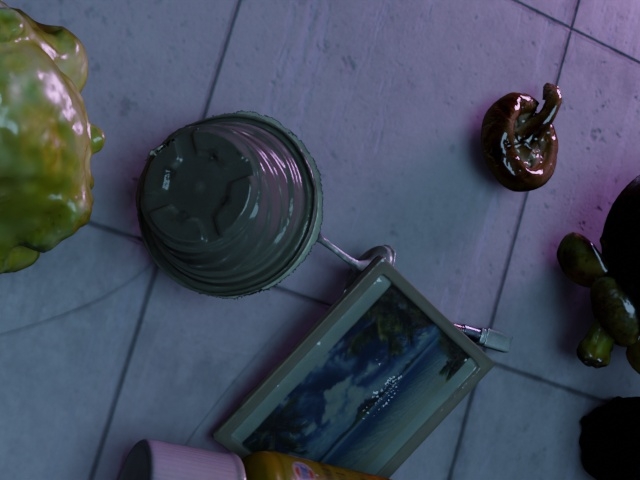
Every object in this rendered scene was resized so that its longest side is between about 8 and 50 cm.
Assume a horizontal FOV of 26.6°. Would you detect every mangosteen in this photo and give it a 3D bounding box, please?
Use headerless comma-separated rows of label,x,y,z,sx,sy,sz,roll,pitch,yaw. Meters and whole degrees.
mangosteen,0.519,0.041,1.898,0.330,0.330,0.330,0,90,-27

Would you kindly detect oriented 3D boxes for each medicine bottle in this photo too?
medicine bottle,-0.053,0.369,1.625,0.384,0.224,0.224,16,82,-19

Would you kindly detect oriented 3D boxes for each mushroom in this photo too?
mushroom,0.284,-0.150,1.888,0.135,0.080,0.170,44,70,-33

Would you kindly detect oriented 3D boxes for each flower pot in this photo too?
flower pot,-0.122,-0.052,1.583,0.235,0.140,0.235,-3,79,14

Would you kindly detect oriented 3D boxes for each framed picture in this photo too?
framed picture,0.045,0.201,1.734,0.232,0.024,0.315,42,92,-23

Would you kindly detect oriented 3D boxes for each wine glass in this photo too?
wine glass,0.000,0.000,1.726,0.183,0.122,0.122,37,73,-28

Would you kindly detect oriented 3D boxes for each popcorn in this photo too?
popcorn,-0.386,-0.105,1.448,0.312,0.312,0.312,0,90,-27

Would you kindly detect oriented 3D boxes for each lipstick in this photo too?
lipstick,0.215,0.130,1.879,0.107,0.025,0.025,18,82,-21

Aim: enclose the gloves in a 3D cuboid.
gloves,0.494,0.316,1.878,0.152,0.301,0.197,-8,94,-47
